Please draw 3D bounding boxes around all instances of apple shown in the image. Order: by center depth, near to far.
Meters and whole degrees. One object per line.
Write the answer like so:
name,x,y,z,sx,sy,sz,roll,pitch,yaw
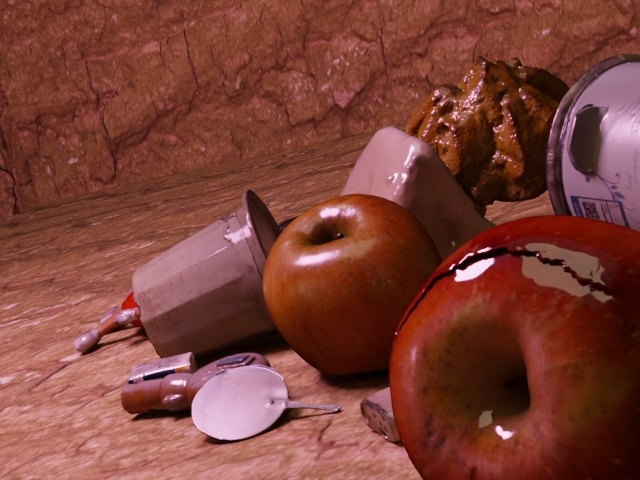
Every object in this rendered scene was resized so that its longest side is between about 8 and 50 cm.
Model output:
apple,0.190,0.105,1.028,0.206,0.252,0.271,-2,-14,-45
apple,0.050,0.061,1.611,0.236,0.208,0.237,-22,27,12

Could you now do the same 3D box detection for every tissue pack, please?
tissue pack,-0.199,0.175,1.725,0.083,0.042,0.062,-15,10,1

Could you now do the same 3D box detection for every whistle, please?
whistle,-0.144,0.174,1.621,0.220,0.057,0.107,-12,14,29

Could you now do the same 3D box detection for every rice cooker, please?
rice cooker,0.423,-0.093,1.630,0.316,0.264,0.316,8,2,0

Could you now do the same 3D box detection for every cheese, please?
cheese,0.139,0.152,1.387,0.192,0.037,0.097,-20,13,-17
cheese,0.118,0.016,1.840,0.248,0.251,0.173,-52,30,-1

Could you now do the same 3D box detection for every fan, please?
fan,-0.061,0.181,1.506,0.175,0.005,0.113,2,42,19

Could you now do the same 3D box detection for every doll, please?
doll,-0.264,0.099,2.090,0.217,0.085,0.183,-22,8,18

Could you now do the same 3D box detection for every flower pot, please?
flower pot,-0.138,0.061,1.838,0.202,0.212,0.212,-22,10,10

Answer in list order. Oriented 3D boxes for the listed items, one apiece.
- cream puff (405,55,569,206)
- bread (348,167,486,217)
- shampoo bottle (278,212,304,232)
cream puff,0.249,-0.158,1.934,0.244,0.244,0.196,-26,-29,-43
bread,0.140,-0.054,2.047,0.197,0.171,0.197,-29,14,8
shampoo bottle,0.000,0.000,2.157,0.283,0.101,0.101,-21,12,-24
